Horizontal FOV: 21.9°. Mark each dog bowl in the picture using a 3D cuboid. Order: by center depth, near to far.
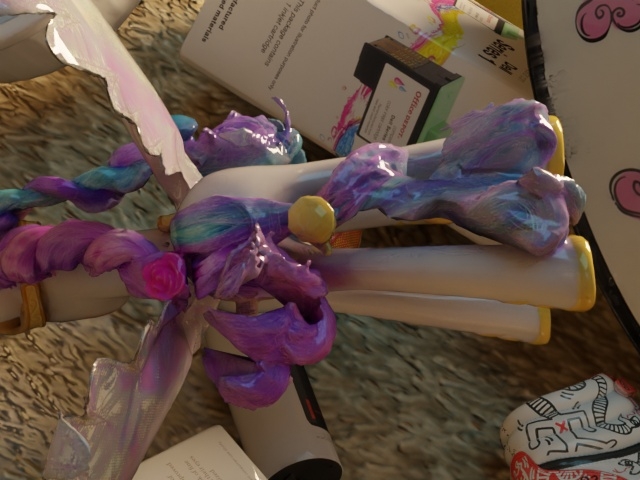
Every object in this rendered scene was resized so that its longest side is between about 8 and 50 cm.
[{"bbox_3d":[0.305,-0.089,1.181,0.408,0.150,0.408,34,47,-47],"label":"dog bowl"}]

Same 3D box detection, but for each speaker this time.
[{"bbox_3d":[-0.032,0.100,1.044,0.055,0.055,0.136,1,47,-27],"label":"speaker"}]

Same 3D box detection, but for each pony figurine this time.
[{"bbox_3d":[-0.047,0.003,0.888,0.363,0.351,0.303,-3,81,0],"label":"pony figurine"}]

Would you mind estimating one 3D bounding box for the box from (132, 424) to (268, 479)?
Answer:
[{"bbox_3d":[-0.089,0.199,0.883,0.170,0.091,0.130,-22,61,-42],"label":"box"}]

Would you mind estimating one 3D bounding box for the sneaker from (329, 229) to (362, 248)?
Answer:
[{"bbox_3d":[0.000,0.000,1.172,0.067,0.064,0.175,52,39,-12],"label":"sneaker"}]

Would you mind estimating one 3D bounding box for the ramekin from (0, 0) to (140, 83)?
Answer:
[{"bbox_3d":[-0.234,-0.240,1.130,0.277,0.277,0.135,40,0,14],"label":"ramekin"}]

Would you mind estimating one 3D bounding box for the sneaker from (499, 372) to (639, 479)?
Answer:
[{"bbox_3d":[0.248,0.154,1.108,0.270,0.090,0.145,-1,51,-25],"label":"sneaker"}]

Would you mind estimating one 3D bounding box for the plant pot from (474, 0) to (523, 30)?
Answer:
[{"bbox_3d":[0.260,-0.258,1.465,0.212,0.187,0.212,-23,60,-42],"label":"plant pot"}]

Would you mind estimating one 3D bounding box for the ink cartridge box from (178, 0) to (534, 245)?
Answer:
[{"bbox_3d":[0.064,-0.125,1.235,0.278,0.117,0.201,32,20,6],"label":"ink cartridge box"}]
